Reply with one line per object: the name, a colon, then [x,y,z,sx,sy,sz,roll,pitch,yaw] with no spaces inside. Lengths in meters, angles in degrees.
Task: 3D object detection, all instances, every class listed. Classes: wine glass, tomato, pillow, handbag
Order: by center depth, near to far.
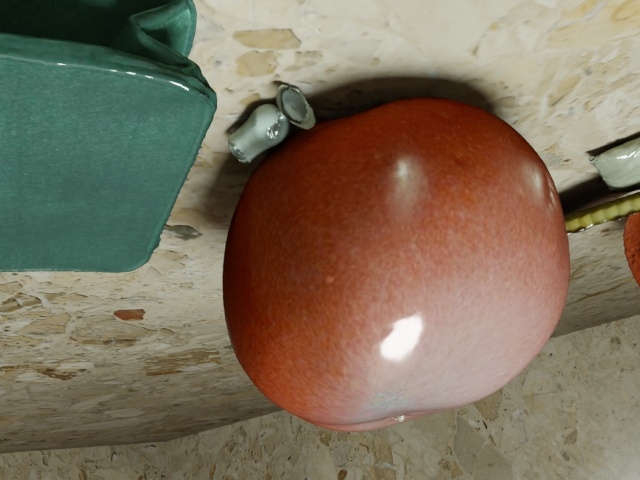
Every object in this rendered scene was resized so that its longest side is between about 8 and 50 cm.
handbag: [-0.225,-0.062,0.451,0.239,0.089,0.326,-1,158,-27]
wine glass: [-0.044,-0.095,0.531,0.042,0.039,0.083,35,138,-24]
tomato: [0.076,0.041,0.602,0.342,0.272,0.341,-5,145,-4]
pillow: [0.464,-0.117,0.766,0.230,0.050,0.148,-23,152,26]

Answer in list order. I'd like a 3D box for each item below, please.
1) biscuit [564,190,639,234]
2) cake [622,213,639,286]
biscuit: [0.386,-0.032,0.896,0.255,0.029,0.172,-22,174,39]
cake: [0.599,-0.019,0.923,0.151,0.176,0.283,-6,164,-17]
